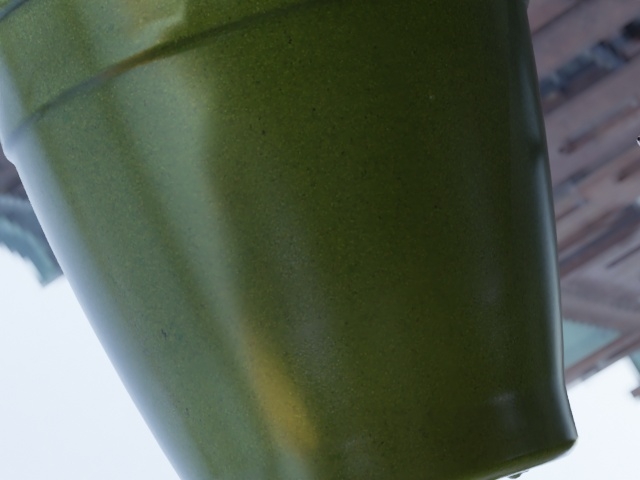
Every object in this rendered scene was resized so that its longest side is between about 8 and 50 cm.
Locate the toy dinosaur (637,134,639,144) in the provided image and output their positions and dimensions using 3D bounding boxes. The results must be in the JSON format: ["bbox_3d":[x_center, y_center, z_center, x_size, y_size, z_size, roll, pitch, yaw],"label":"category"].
[{"bbox_3d":[0.259,-0.073,1.239,0.090,0.082,0.047,44,-138,-23],"label":"toy dinosaur"}]

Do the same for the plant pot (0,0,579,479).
[{"bbox_3d":[0.000,0.000,1.152,0.366,0.366,0.353,3,-112,-68],"label":"plant pot"}]
